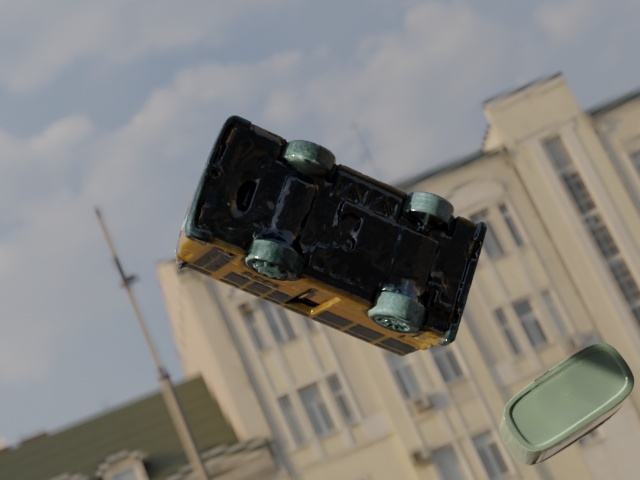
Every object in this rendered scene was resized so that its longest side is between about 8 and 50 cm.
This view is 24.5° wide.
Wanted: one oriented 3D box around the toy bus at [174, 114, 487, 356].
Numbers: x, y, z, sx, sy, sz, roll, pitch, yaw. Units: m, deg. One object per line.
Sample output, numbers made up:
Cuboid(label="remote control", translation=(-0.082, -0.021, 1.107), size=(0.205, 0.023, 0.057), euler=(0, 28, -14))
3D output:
Cuboid(label="toy bus", translation=(0.000, 0.000, 1.027), size=(0.201, 0.098, 0.114), euler=(23, -19, -13))

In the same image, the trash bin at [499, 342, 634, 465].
Cuboid(label="trash bin", translation=(0.211, 0.144, 1.280), size=(0.116, 0.059, 0.130), euler=(-34, -14, -2))
